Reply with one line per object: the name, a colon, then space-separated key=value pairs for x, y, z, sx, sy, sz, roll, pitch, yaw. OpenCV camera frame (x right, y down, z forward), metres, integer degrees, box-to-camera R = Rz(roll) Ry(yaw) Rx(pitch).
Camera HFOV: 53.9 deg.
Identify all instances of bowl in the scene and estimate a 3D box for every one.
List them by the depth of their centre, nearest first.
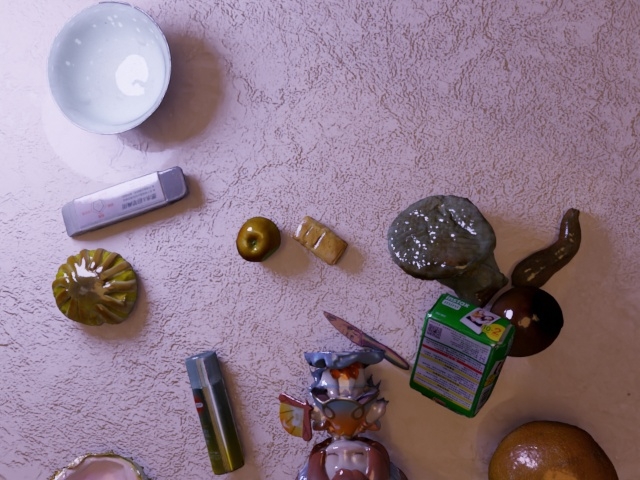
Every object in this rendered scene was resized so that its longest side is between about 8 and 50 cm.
bowl: x=-0.486 y=-0.402 z=1.537 sx=0.313 sy=0.146 sz=0.313 roll=0 pitch=89 yaw=9

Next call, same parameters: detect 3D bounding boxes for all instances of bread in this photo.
bread: x=0.000 y=0.000 z=1.514 sx=0.132 sy=0.053 sz=0.074 roll=38 pitch=94 yaw=4
bread: x=-0.561 y=0.116 z=1.561 sx=0.213 sy=0.105 sz=0.213 roll=-1 pitch=86 yaw=8

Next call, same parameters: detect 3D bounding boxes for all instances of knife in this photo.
knife: x=0.107 y=0.243 z=1.517 sx=0.247 sy=0.018 sz=0.035 roll=32 pitch=96 yaw=9

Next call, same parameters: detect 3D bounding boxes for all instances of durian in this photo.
durian: x=-0.525 y=0.615 z=1.529 sx=0.305 sy=0.185 sz=0.196 roll=20 pitch=72 yaw=3

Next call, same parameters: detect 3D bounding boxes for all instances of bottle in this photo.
bottle: x=-0.257 y=0.414 z=1.525 sx=0.082 sy=0.082 sz=0.286 roll=-16 pitch=87 yaw=7

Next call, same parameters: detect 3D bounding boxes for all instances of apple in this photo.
apple: x=-0.153 y=-0.003 z=1.509 sx=0.114 sy=0.102 sz=0.099 roll=-39 pitch=86 yaw=6

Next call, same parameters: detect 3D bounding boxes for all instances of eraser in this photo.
eraser: x=-0.494 y=-0.097 z=1.576 sx=0.351 sy=0.061 sz=0.089 roll=-17 pitch=86 yaw=6

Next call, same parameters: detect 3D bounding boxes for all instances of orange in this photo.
orange: x=0.492 y=0.517 z=1.349 sx=0.264 sy=0.264 sz=0.264 roll=0 pitch=89 yaw=7

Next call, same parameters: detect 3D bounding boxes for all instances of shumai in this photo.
shumai: x=0.292 y=0.035 z=1.451 sx=0.222 sy=0.204 sz=0.272 roll=-36 pitch=49 yaw=-2

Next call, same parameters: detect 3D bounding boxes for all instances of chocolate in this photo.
chocolate: x=0.445 y=0.184 z=1.408 sx=0.176 sy=0.177 sz=0.177 roll=0 pitch=89 yaw=7

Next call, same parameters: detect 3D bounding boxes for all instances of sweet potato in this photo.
sweet potato: x=0.533 y=0.030 z=1.445 sx=0.081 sy=0.062 sz=0.233 roll=43 pitch=91 yaw=7

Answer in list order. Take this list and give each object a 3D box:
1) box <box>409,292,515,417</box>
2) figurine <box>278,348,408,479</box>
box: x=0.305 y=0.254 z=1.376 sx=0.180 sy=0.103 sz=0.250 roll=25 pitch=127 yaw=24
figurine: x=0.054 y=0.445 z=1.427 sx=0.276 sy=0.248 sz=0.388 roll=-5 pitch=79 yaw=10
